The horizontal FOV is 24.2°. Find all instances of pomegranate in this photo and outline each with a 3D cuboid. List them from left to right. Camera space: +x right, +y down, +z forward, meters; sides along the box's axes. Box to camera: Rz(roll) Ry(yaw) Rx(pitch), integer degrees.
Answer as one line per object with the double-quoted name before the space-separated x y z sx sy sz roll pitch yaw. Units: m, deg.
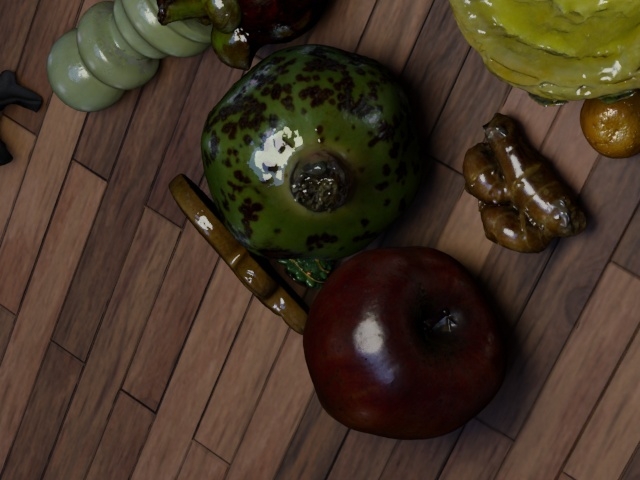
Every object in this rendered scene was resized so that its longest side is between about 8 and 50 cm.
"pomegranate" -0.010 -0.091 1.649 0.254 0.270 0.254 0 110 -1

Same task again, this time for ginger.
"ginger" 0.213 -0.053 1.645 0.103 0.073 0.162 -37 76 16

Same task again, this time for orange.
"orange" 0.314 -0.128 1.573 0.083 0.070 0.083 8 114 18

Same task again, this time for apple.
"apple" 0.086 0.115 1.672 0.234 0.234 0.234 6 104 27

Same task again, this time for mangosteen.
"mangosteen" -0.075 -0.287 1.688 0.172 0.172 0.184 39 101 16

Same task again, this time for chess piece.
"chess piece" -0.234 -0.248 1.816 0.251 0.144 0.144 -31 86 36

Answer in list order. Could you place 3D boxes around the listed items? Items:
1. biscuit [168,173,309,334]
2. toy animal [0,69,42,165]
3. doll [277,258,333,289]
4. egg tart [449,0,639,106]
"biscuit" -0.096 0.016 1.765 0.039 0.180 0.236 -40 97 3
"toy animal" -0.464 -0.130 1.989 0.210 0.121 0.117 -36 88 44
"doll" -0.007 0.003 1.770 0.078 0.076 0.113 41 116 25
"egg tart" 0.282 -0.298 1.488 0.345 0.132 0.345 2 93 43
